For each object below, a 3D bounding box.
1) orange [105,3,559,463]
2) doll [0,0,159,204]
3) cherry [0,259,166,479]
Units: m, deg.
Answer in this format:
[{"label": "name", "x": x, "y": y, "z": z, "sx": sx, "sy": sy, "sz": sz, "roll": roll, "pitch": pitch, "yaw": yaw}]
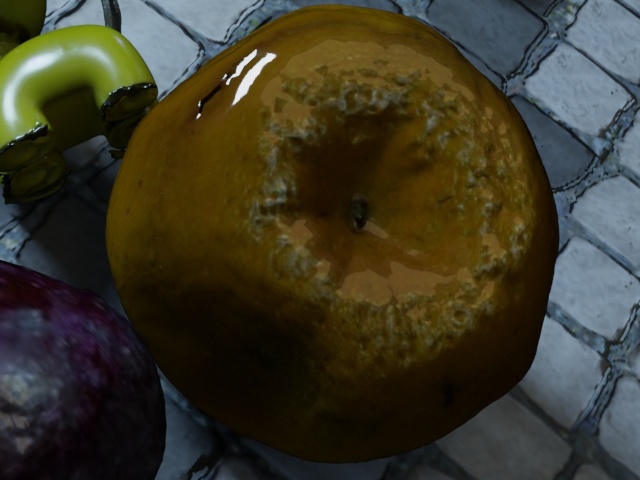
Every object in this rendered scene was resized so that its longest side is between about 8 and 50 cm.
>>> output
[{"label": "orange", "x": 0.000, "y": 0.000, "z": 1.036, "sx": 0.249, "sy": 0.183, "sz": 0.249, "roll": 1, "pitch": 85, "yaw": -10}, {"label": "doll", "x": -0.189, "y": -0.134, "z": 1.077, "sx": 0.135, "sy": 0.143, "sz": 0.221, "roll": -30, "pitch": 71, "yaw": -7}, {"label": "cherry", "x": -0.172, "y": 0.095, "z": 0.862, "sx": 0.195, "sy": 0.195, "sz": 0.195, "roll": 17, "pitch": 47, "yaw": -19}]
